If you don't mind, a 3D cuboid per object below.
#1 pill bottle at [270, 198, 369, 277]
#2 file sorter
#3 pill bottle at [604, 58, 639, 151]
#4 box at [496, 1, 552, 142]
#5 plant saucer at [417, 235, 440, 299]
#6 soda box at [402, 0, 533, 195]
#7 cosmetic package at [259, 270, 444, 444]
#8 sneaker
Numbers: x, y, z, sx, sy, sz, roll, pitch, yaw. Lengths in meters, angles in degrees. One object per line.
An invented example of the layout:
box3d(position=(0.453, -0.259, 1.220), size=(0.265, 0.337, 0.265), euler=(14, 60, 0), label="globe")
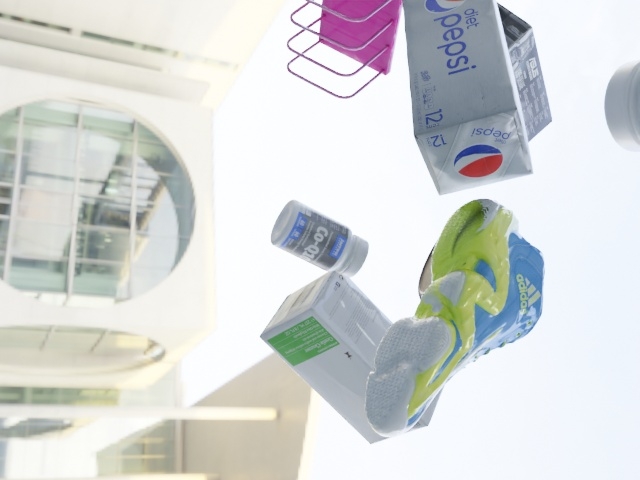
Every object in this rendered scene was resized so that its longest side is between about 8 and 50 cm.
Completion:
box3d(position=(0.000, 0.000, 1.146), size=(0.078, 0.137, 0.078), euler=(-53, -159, 30), label="pill bottle")
box3d(position=(0.045, -0.487, 1.651), size=(0.202, 0.182, 0.290), euler=(31, -37, 20), label="file sorter")
box3d(position=(0.531, -0.183, 0.947), size=(0.318, 0.176, 0.176), euler=(5, -92, 58), label="pill bottle")
box3d(position=(0.312, -0.346, 1.428), size=(0.076, 0.307, 0.242), euler=(-42, -123, 1), label="box")
box3d(position=(0.189, 0.030, 1.118), size=(0.168, 0.029, 0.168), euler=(-61, -172, 15), label="plant saucer")
box3d(position=(0.146, -0.186, 0.785), size=(0.098, 0.091, 0.286), euler=(-14, -132, 17), label="soda box")
box3d(position=(0.076, 0.255, 1.645), size=(0.197, 0.365, 0.155), euler=(-35, -166, 43), label="cosmetic package")
box3d(position=(0.141, 0.087, 0.701), size=(0.240, 0.126, 0.091), euler=(-61, -157, -5), label="sneaker")
